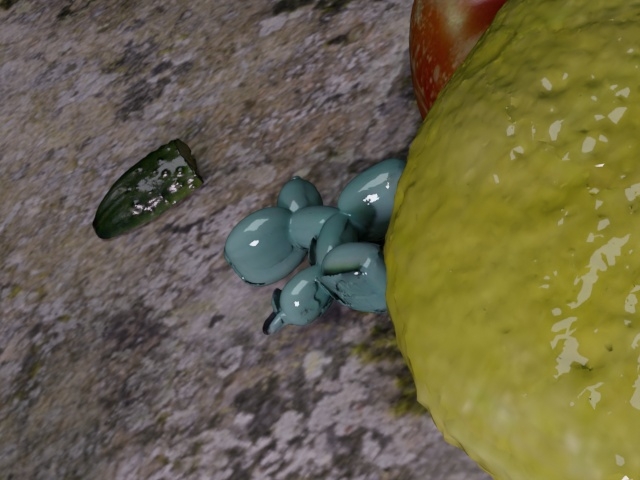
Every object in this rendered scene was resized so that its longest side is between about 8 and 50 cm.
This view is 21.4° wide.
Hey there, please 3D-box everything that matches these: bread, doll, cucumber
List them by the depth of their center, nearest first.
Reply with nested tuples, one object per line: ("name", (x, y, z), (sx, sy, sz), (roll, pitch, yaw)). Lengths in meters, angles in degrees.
("bread", (0.226, 0.029, 0.750), (0.348, 0.308, 0.348), (-19, 42, 18))
("doll", (0.000, 0.000, 1.226), (0.158, 0.059, 0.159), (-19, 38, 25))
("cucumber", (-0.155, -0.044, 1.449), (0.107, 0.035, 0.067), (-35, 34, 7))

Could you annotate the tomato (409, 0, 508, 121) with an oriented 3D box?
("tomato", (0.194, -0.113, 1.033), (0.270, 0.223, 0.270), (-18, 48, 22))
